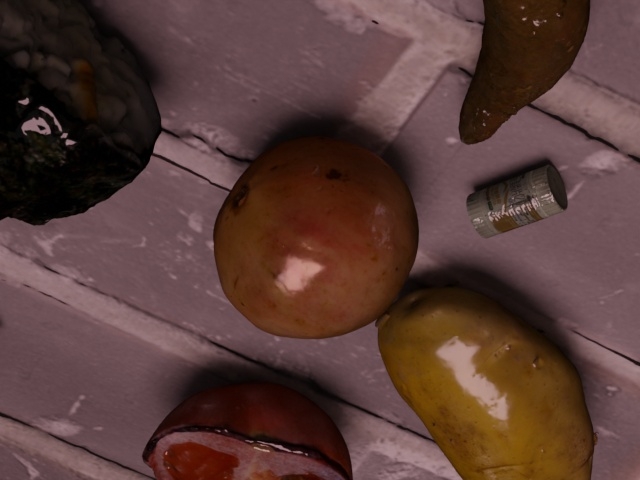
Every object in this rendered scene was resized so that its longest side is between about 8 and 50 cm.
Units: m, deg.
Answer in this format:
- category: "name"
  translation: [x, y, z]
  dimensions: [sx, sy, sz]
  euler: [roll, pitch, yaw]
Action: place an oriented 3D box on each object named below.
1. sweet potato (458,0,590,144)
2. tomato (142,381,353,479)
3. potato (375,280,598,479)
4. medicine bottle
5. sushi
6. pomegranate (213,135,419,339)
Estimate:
- category: "sweet potato"
  translation: [0.154, -0.203, 1.234]
  dimensions: [0.124, 0.098, 0.310]
  euler: [13, 138, 29]
- category: "tomato"
  translation: [-0.072, 0.225, 1.655]
  dimensions: [0.228, 0.112, 0.199]
  euler: [18, 140, -6]
- category: "potato"
  translation: [0.177, 0.163, 1.529]
  dimensions: [0.173, 0.140, 0.300]
  euler: [-18, 120, 34]
- category: "medicine bottle"
  translation: [0.182, -0.035, 1.411]
  dimensions: [0.083, 0.047, 0.047]
  euler: [-20, 125, 27]
- category: "sushi"
  translation: [-0.297, -0.153, 1.296]
  dimensions: [0.171, 0.211, 0.350]
  euler: [-29, 130, 24]
- category: "pomegranate"
  translation: [-0.002, 0.000, 1.391]
  dimensions: [0.191, 0.191, 0.191]
  euler: [6, 132, 6]
